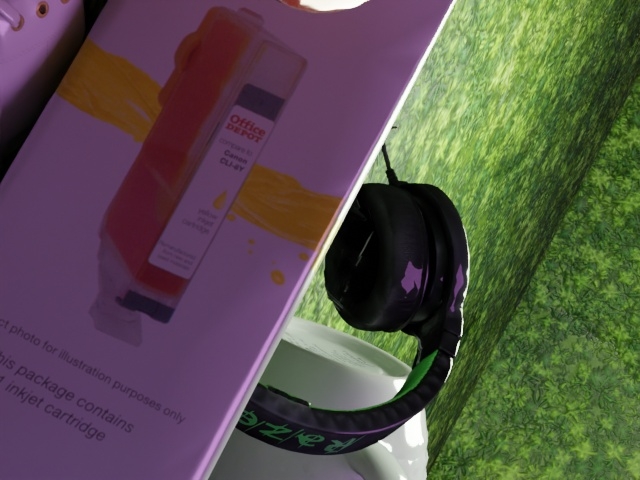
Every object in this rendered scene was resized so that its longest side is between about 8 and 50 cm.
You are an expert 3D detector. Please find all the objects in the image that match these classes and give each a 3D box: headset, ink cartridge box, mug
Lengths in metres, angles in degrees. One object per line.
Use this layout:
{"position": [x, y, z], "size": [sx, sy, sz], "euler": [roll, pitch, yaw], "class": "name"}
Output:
{"position": [0.000, 0.000, 0.953], "size": [0.185, 0.243, 0.394], "euler": [-50, -162, 53], "class": "headset"}
{"position": [-0.085, -0.005, 0.662], "size": [0.384, 0.160, 0.279], "euler": [-61, -178, -9], "class": "ink cartridge box"}
{"position": [-0.024, 0.255, 0.977], "size": [0.276, 0.374, 0.328], "euler": [17, 95, -29], "class": "mug"}

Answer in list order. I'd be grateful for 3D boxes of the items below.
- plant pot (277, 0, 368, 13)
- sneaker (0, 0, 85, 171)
{"position": [-0.069, -0.248, 0.359], "size": [0.272, 0.265, 0.272], "euler": [-51, 157, -32], "class": "plant pot"}
{"position": [-0.193, -0.102, 0.482], "size": [0.169, 0.108, 0.292], "euler": [-60, 170, -17], "class": "sneaker"}
